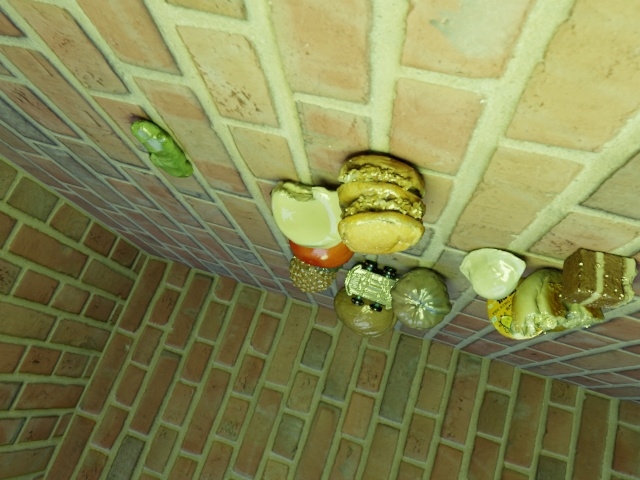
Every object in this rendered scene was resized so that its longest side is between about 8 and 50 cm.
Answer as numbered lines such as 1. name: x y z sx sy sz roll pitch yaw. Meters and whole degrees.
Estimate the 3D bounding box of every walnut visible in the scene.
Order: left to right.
1. walnut: 0.224 0.328 2.190 0.333 0.332 0.333 17 163 6
2. walnut: 0.397 0.231 1.754 0.249 0.248 0.248 17 163 6

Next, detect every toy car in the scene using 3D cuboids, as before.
1. toy car: 0.237 0.193 1.979 0.248 0.204 0.198 20 -174 3

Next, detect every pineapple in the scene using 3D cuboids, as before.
1. pineapple: 0.001 0.091 1.865 0.223 0.222 0.357 22 152 -11

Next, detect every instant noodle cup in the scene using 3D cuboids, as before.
1. instant noodle cup: 0.726 0.253 1.573 0.216 0.215 0.172 5 167 38

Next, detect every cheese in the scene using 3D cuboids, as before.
1. cheese: -0.025 -0.093 1.362 0.266 0.127 0.233 7 131 24

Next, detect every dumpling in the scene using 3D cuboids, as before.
1. dumpling: 0.550 0.102 1.430 0.179 0.131 0.252 40 157 14

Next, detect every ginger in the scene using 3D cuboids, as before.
1. ginger: -0.505 -0.283 1.407 0.137 0.089 0.290 36 169 9

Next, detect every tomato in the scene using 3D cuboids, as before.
1. tomato: -0.001 -0.002 1.581 0.260 0.179 0.259 17 160 6

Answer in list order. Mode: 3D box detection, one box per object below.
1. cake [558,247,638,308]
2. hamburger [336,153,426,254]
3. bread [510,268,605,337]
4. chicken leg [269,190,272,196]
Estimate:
1. cake: 0.758 0.109 1.205 0.147 0.135 0.134 11 161 9
2. hamburger: 0.146 -0.089 1.100 0.261 0.211 0.245 23 156 -32
3. bread: 0.697 0.187 1.355 0.314 0.191 0.171 -1 155 -26
4. chicken leg: -0.150 -0.137 1.563 0.062 0.037 0.145 36 169 22
